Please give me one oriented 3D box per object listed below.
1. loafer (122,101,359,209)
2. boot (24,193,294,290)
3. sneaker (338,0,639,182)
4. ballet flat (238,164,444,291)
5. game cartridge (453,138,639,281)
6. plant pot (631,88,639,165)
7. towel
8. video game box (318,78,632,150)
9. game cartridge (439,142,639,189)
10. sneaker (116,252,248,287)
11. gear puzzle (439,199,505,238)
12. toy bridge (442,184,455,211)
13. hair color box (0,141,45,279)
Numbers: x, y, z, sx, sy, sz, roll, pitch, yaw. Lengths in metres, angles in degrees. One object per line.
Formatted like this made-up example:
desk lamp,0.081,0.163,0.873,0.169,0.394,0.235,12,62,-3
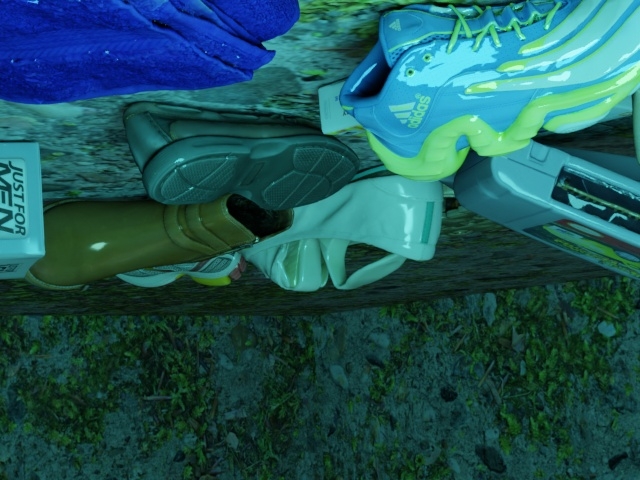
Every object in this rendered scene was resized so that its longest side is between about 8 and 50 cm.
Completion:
loafer,-0.065,-0.086,1.191,0.096,0.084,0.268,-45,156,28
boot,-0.187,-0.007,1.526,0.220,0.109,0.283,-9,174,39
sneaker,0.114,-0.119,0.891,0.240,0.091,0.126,-31,138,32
ballet flat,0.000,0.000,1.632,0.139,0.139,0.400,1,172,-37
game cartridge,0.267,-0.010,1.180,0.294,0.060,0.196,22,178,-3
plant pot,0.264,-0.123,0.929,0.109,0.109,0.096,-7,160,22
towel,-0.156,-0.129,0.695,0.228,0.076,0.308,-7,173,14
video game box,0.135,-0.117,1.105,0.205,0.048,0.187,2,169,-43
game cartridge,0.265,-0.057,1.362,0.297,0.062,0.198,10,-178,18
sneaker,-0.211,0.008,1.840,0.225,0.088,0.092,-4,148,28
gear puzzle,0.269,-0.058,1.721,0.339,0.044,0.175,-12,168,33
toy bridge,0.136,-0.054,1.668,0.188,0.026,0.063,-9,160,35
hair color box,-0.459,-0.020,1.245,0.375,0.113,0.185,-1,173,-19
